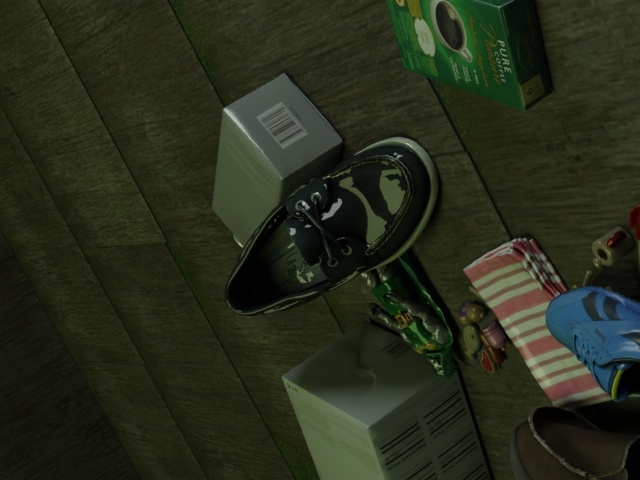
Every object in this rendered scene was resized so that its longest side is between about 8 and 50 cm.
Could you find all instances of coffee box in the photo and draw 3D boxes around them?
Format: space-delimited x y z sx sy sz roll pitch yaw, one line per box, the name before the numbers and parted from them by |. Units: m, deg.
coffee box | 0.134 -0.196 1.425 0.184 0.040 0.113 27 143 51

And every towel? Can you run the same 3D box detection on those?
towel | 0.234 0.094 1.607 0.197 0.029 0.144 57 158 2

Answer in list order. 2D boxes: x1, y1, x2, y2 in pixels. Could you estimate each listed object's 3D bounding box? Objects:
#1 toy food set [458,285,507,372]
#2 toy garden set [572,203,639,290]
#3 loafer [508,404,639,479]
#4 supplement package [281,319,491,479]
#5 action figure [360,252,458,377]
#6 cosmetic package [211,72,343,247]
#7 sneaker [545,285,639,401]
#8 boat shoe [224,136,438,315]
toy food set | 0.185 0.111 1.736 0.078 0.019 0.122 39 151 37
toy garden set | 0.308 0.077 1.410 0.204 0.049 0.244 45 154 27
loafer | 0.315 0.244 1.496 0.366 0.134 0.130 42 119 59
supplement package | 0.086 0.245 1.934 0.194 0.149 0.203 25 140 52
action figure | 0.093 0.066 1.820 0.232 0.063 0.137 54 154 1
cosmetic package | -0.058 -0.079 1.883 0.127 0.107 0.238 50 159 17
sneaker | 0.262 0.098 1.371 0.209 0.082 0.069 19 138 55
boat shoe | -0.002 -0.003 1.732 0.340 0.113 0.127 -30 87 46
